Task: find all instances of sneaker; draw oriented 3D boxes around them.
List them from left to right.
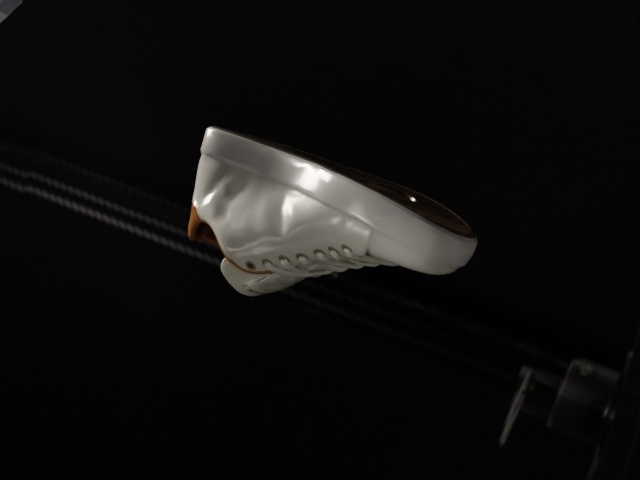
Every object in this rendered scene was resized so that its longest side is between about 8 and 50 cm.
[{"bbox_3d":[0.000,0.000,0.931,0.290,0.106,0.123,22,-83,48],"label":"sneaker"}]

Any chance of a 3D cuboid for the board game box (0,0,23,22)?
[{"bbox_3d":[-0.385,-0.110,0.963,0.390,0.390,0.050,-39,-69,6],"label":"board game box"}]
